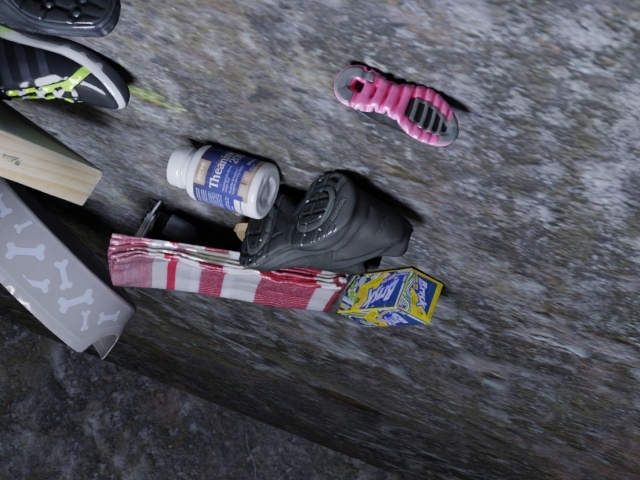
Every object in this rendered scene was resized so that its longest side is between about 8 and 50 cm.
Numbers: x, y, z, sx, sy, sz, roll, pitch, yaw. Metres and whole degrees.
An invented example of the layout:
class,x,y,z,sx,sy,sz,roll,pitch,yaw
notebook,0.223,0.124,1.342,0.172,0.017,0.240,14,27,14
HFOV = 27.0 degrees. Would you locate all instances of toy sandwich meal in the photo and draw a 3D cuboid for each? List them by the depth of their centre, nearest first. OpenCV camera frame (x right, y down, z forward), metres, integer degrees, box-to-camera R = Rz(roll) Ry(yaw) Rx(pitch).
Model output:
class,x,y,z,sx,sy,sz,roll,pitch,yaw
toy sandwich meal,-0.076,-0.009,1.762,0.086,0.029,0.085,20,159,8

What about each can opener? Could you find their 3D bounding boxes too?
class,x,y,z,sx,sy,sz,roll,pitch,yaw
can opener,-0.233,0.014,1.961,0.095,0.076,0.283,26,165,2

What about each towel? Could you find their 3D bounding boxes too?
class,x,y,z,sx,sy,sz,roll,pitch,yaw
towel,-0.136,0.055,1.884,0.329,0.037,0.237,8,166,-5

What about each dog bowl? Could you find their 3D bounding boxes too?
class,x,y,z,sx,sy,sz,roll,pitch,yaw
dog bowl,-0.419,0.030,2.023,0.349,0.102,0.349,46,177,4

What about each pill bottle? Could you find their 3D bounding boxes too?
class,x,y,z,sx,sy,sz,roll,pitch,yaw
pill bottle,-0.113,-0.072,1.536,0.120,0.067,0.067,17,163,19

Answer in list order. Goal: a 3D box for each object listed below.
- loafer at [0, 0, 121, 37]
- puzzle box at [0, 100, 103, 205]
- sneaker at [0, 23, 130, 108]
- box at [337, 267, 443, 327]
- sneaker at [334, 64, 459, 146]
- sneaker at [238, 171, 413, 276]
class,x,y,z,sx,sy,sz,roll,pitch,yaw
loafer,-0.270,-0.232,1.232,0.223,0.076,0.078,21,170,26
puzzle box,-0.441,-0.162,1.431,0.272,0.052,0.409,35,-176,24
sneaker,-0.323,-0.175,1.437,0.235,0.097,0.084,23,164,2
box,0.090,0.077,1.748,0.054,0.059,0.169,27,164,-21
sneaker,0.070,-0.117,1.190,0.119,0.047,0.057,28,172,10
sneaker,0.000,0.000,1.557,0.130,0.109,0.286,24,167,-25
